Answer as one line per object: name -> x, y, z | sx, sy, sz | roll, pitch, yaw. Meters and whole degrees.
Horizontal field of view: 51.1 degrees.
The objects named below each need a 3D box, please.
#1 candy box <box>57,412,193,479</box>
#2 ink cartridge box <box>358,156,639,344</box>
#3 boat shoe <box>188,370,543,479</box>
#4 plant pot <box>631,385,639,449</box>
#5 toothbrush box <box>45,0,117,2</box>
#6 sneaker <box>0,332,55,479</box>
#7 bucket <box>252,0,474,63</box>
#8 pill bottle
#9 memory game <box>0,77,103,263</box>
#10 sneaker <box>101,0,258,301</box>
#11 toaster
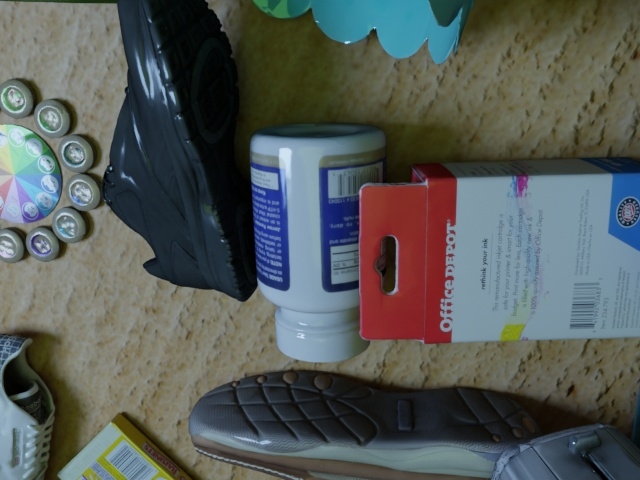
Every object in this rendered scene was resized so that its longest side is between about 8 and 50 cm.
candy box -> -0.177, 0.290, 0.727 | 0.206, 0.027, 0.105 | 45, 111, -5
ink cartridge box -> 0.144, 0.006, 0.538 | 0.230, 0.078, 0.134 | -1, 107, 0
boat shoe -> 0.035, 0.203, 0.617 | 0.324, 0.123, 0.117 | 5, 110, 10
plant pot -> 0.399, 0.221, 0.537 | 0.234, 0.165, 0.166 | -1, 107, -1
toothbrush box -> -0.287, -0.242, 0.492 | 0.283, 0.206, 0.122 | 6, 108, 8
sneaker -> -0.325, 0.211, 0.704 | 0.094, 0.090, 0.235 | -9, 106, 3
bucket -> -0.004, -0.246, 0.408 | 0.281, 0.281, 0.183 | 22, 97, 3
pill bottle -> 0.000, 0.000, 0.563 | 0.111, 0.112, 0.187 | 2, 107, 10
memory game -> -0.300, -0.064, 0.650 | 0.186, 0.012, 0.186 | 3, 107, 9
sneaker -> -0.130, -0.072, 0.552 | 0.130, 0.109, 0.287 | 2, 119, 18
toaster -> 0.208, 0.252, 0.516 | 0.129, 0.146, 0.227 | -11, 123, -10
